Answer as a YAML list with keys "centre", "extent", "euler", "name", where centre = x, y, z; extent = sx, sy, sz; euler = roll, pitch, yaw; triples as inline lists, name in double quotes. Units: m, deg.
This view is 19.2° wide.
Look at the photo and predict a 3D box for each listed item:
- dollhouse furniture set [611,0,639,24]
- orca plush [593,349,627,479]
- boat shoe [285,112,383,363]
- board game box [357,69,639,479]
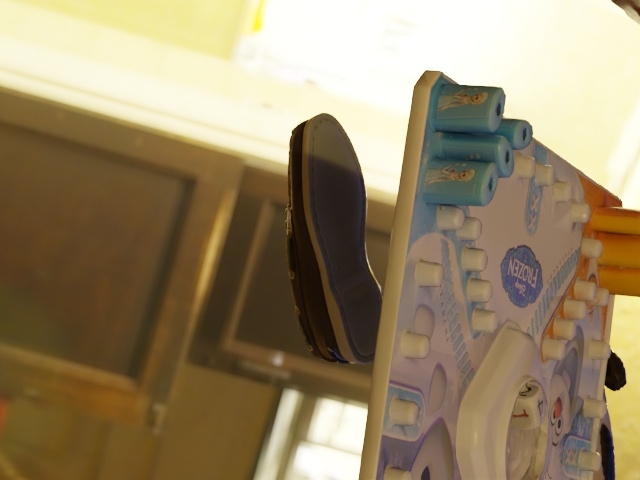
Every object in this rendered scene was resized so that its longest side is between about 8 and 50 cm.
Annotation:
- centre: [0.391, -0.131, 1.143]
  extent: [0.201, 0.374, 0.152]
  euler: [-58, -167, 0]
  name: "dollhouse furniture set"
- centre: [0.246, 0.187, 1.718]
  extent: [0.151, 0.102, 0.287]
  euler: [-44, -137, 9]
  name: "orca plush"
- centre: [0.000, 0.000, 1.688]
  extent: [0.081, 0.069, 0.227]
  euler: [-18, 101, -46]
  name: "boat shoe"
- centre: [0.130, 0.128, 1.198]
  extent: [0.390, 0.050, 0.390]
  euler: [23, 73, -63]
  name: "board game box"
